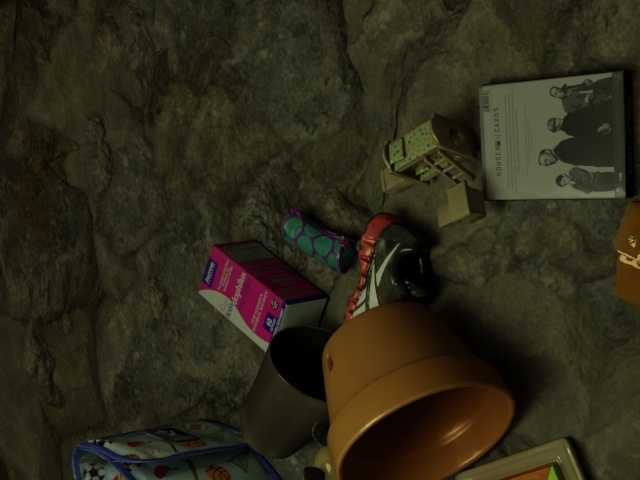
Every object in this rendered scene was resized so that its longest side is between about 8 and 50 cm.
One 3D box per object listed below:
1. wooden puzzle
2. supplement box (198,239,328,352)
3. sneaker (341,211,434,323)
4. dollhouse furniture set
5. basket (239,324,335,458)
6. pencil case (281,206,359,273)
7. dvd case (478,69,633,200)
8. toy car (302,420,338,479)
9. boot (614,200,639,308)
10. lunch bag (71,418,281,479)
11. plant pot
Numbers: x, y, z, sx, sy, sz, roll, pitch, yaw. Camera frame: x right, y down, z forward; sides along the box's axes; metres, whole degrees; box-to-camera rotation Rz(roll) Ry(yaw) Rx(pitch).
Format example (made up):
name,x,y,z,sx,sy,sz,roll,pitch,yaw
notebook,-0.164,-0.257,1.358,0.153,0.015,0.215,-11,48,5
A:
name,x,y,z,sx,sy,sz,roll,pitch,yaw
wooden puzzle,0.325,0.437,1.546,0.239,0.044,0.221,-32,74,41
supplement box,-0.109,0.101,1.869,0.220,0.114,0.111,36,119,36
sneaker,0.115,0.099,1.667,0.135,0.098,0.276,22,108,42
dollhouse furniture set,0.149,-0.082,1.583,0.182,0.101,0.160,-29,57,42
basket,-0.044,0.279,1.794,0.227,0.204,0.154,-54,25,41
pencil case,0.000,0.000,1.788,0.152,0.064,0.070,28,129,37
dvd case,0.340,-0.149,1.478,0.239,0.030,0.179,2,96,44
toy car,0.049,0.373,1.663,0.149,0.188,0.155,-17,49,43
boot,0.495,-0.019,1.299,0.211,0.104,0.295,30,116,38
lunch bag,-0.246,0.497,1.892,0.385,0.328,0.239,47,119,31
plant pot,0.128,0.231,1.568,0.291,0.291,0.203,-54,44,33
